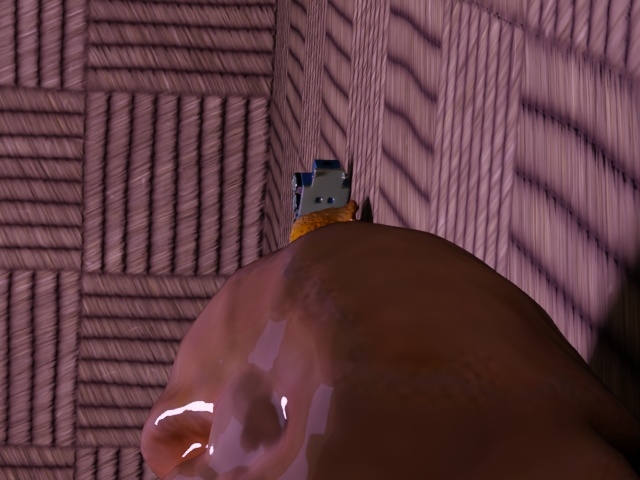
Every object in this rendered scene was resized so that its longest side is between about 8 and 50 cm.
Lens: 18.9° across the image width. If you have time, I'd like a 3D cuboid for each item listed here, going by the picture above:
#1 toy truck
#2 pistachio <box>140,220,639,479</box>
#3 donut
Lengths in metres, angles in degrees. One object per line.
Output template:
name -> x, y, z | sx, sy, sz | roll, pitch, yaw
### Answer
toy truck -> 0.000, 0.000, 2.099 | 0.081, 0.067, 0.175 | -106, 21, -55
pistachio -> 0.032, 0.113, 0.846 | 0.309, 0.230, 0.230 | 66, -159, -61
donut -> 0.008, 0.049, 1.904 | 0.146, 0.078, 0.181 | 149, 121, -87
